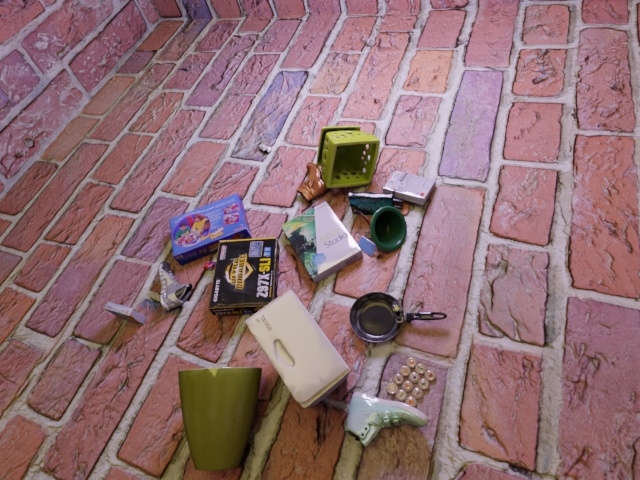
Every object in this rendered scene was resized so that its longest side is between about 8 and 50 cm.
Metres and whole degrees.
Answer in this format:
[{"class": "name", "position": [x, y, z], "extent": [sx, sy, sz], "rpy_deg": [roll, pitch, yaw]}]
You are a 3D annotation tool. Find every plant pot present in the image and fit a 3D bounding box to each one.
[{"class": "plant pot", "position": [-0.327, 0.572, 1.368], "extent": [0.275, 0.275, 0.293], "rpy_deg": [-7, 70, 11]}, {"class": "plant pot", "position": [0.106, -0.390, 1.892], "extent": [0.228, 0.227, 0.207], "rpy_deg": [-9, 43, -22]}]

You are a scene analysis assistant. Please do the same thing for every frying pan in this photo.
[{"class": "frying pan", "position": [0.265, 0.257, 1.531], "extent": [0.326, 0.053, 0.197], "rpy_deg": [-19, 54, -1]}]

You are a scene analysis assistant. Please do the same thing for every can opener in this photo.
[{"class": "can opener", "position": [0.267, -0.167, 1.827], "extent": [0.186, 0.059, 0.073], "rpy_deg": [14, 33, 12]}]

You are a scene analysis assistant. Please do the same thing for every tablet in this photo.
[{"class": "tablet", "position": [0.189, 0.023, 1.724], "extent": [0.083, 0.006, 0.054], "rpy_deg": [37, 112, 32]}]

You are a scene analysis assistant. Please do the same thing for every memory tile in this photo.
[{"class": "memory tile", "position": [0.301, 0.469, 1.397], "extent": [0.113, 0.012, 0.148], "rpy_deg": [32, 69, 31]}]

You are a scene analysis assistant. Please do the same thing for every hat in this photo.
[{"class": "hat", "position": [0.237, -0.060, 1.761], "extent": [0.173, 0.183, 0.208], "rpy_deg": [-10, 94, -24]}]

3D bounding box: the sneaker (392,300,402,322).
[{"class": "sneaker", "position": [0.273, 0.247, 1.487], "extent": [0.031, 0.035, 0.083], "rpy_deg": [-15, 53, 5]}]

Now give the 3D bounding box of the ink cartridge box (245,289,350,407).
[{"class": "ink cartridge box", "position": [-0.058, 0.350, 1.303], "extent": [0.166, 0.395, 0.285], "rpy_deg": [-36, 72, -11]}]

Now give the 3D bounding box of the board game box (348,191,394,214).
[{"class": "board game box", "position": [0.217, -0.152, 1.783], "extent": [0.186, 0.126, 0.026], "rpy_deg": [5, 57, 19]}]

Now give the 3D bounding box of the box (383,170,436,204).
[{"class": "box", "position": [0.386, -0.232, 1.830], "extent": [0.186, 0.038, 0.145], "rpy_deg": [18, 50, 26]}]

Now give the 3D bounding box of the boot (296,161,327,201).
[{"class": "boot", "position": [-0.052, -0.278, 1.981], "extent": [0.152, 0.073, 0.197], "rpy_deg": [-38, 52, -7]}]

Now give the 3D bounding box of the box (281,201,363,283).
[{"class": "box", "position": [0.000, 0.000, 1.779], "extent": [0.232, 0.058, 0.322], "rpy_deg": [-29, 53, -6]}]

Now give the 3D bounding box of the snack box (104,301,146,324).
[{"class": "snack box", "position": [-0.813, 0.304, 1.761], "extent": [0.141, 0.100, 0.037], "rpy_deg": [10, 60, 21]}]

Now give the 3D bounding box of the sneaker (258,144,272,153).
[{"class": "sneaker", "position": [-0.296, -0.478, 2.208], "extent": [0.083, 0.032, 0.037], "rpy_deg": [14, 61, 24]}]

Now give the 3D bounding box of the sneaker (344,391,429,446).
[{"class": "sneaker", "position": [0.199, 0.574, 1.299], "extent": [0.256, 0.094, 0.151], "rpy_deg": [3, 51, 29]}]

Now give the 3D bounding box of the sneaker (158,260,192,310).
[{"class": "sneaker", "position": [-0.617, 0.184, 1.812], "extent": [0.132, 0.086, 0.228], "rpy_deg": [-14, 63, 0]}]

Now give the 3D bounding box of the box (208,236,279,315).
[{"class": "box", "position": [-0.305, 0.143, 1.735], "extent": [0.257, 0.079, 0.322], "rpy_deg": [-2, 55, 4]}]

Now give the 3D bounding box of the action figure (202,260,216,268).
[{"class": "action figure", "position": [-0.461, 0.103, 1.849], "extent": [0.115, 0.030, 0.038], "rpy_deg": [-16, 49, -4]}]

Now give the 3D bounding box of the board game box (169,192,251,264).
[{"class": "board game box", "position": [-0.510, -0.055, 1.943], "extent": [0.347, 0.078, 0.233], "rpy_deg": [-21, 53, 0]}]

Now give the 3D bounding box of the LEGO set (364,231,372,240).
[{"class": "LEGO set", "position": [0.214, -0.020, 1.760], "extent": [0.083, 0.023, 0.054], "rpy_deg": [-20, 54, -16]}]
